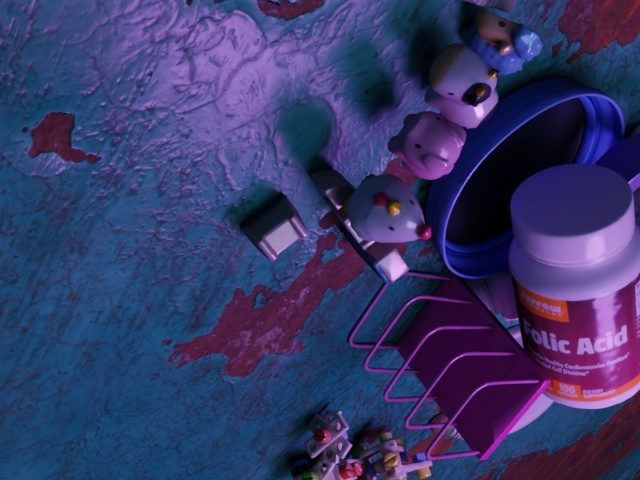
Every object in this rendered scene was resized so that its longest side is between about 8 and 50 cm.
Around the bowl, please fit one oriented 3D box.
[{"bbox_3d":[0.347,-0.104,1.520,0.391,0.077,0.391,-23,141,-20],"label":"bowl"}]

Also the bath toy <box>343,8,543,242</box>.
[{"bbox_3d":[0.165,-0.142,1.203,0.348,0.129,0.151,-57,139,-4],"label":"bath toy"}]

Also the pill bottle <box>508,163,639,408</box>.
[{"bbox_3d":[0.441,0.081,1.497,0.224,0.224,0.392,-29,128,-13],"label":"pill bottle"}]

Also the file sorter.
[{"bbox_3d":[0.211,0.217,1.571,0.182,0.290,0.202,8,124,-42],"label":"file sorter"}]

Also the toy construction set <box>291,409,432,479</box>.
[{"bbox_3d":[0.066,0.465,1.825,0.215,0.151,0.328,-27,142,26],"label":"toy construction set"}]

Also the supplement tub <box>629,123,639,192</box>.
[{"bbox_3d":[0.625,-0.123,1.706,0.117,0.117,0.190,-14,137,-31],"label":"supplement tub"}]

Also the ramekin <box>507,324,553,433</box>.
[{"bbox_3d":[0.440,0.330,2.024,0.273,0.127,0.273,-24,142,-20],"label":"ramekin"}]

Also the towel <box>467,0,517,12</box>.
[{"bbox_3d":[0.201,-0.442,1.064,0.312,0.056,0.324,-3,129,-43],"label":"towel"}]

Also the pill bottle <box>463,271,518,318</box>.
[{"bbox_3d":[0.393,0.079,1.701,0.221,0.124,0.124,-20,143,0],"label":"pill bottle"}]

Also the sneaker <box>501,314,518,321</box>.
[{"bbox_3d":[0.509,0.129,1.905,0.319,0.112,0.131,12,136,-40],"label":"sneaker"}]

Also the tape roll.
[{"bbox_3d":[0.563,-0.093,1.562,0.189,0.080,0.189,-15,136,-15],"label":"tape roll"}]

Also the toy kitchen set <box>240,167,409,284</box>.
[{"bbox_3d":[0.000,0.000,1.329,0.166,0.122,0.207,-37,124,-2],"label":"toy kitchen set"}]

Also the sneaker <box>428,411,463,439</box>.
[{"bbox_3d":[0.352,0.446,2.107,0.192,0.086,0.064,-2,130,-40],"label":"sneaker"}]
